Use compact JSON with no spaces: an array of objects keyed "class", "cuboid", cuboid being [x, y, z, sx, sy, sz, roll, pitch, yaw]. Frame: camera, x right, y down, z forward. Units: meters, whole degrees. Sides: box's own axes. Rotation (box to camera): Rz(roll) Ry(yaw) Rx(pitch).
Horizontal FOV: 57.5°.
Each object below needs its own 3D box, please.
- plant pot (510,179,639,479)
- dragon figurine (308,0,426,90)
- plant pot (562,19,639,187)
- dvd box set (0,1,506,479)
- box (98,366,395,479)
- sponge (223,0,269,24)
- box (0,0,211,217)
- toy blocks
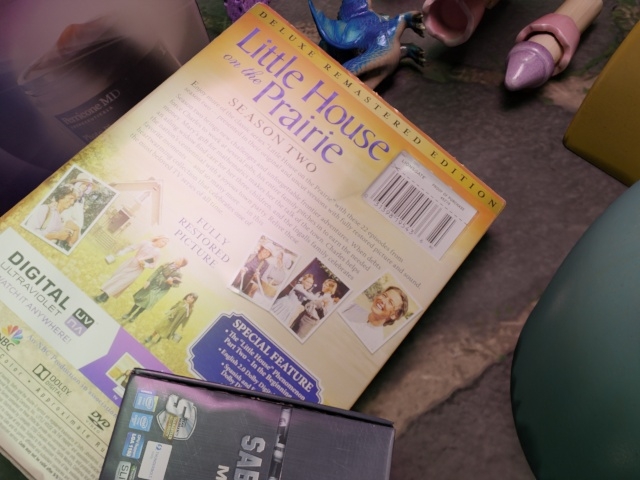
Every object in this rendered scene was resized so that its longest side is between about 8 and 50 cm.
[{"class":"plant pot","cuboid":[0.284,0.066,0.364,0.293,0.235,0.292,-5,55,7]},{"class":"dragon figurine","cuboid":[0.032,-0.248,0.707,0.144,0.085,0.289,-22,57,-6]},{"class":"plant pot","cuboid":[0.388,-0.153,0.521,0.212,0.187,0.212,-36,58,-15]},{"class":"dvd box set","cuboid":[-0.078,0.021,0.494,0.308,0.062,0.420,40,69,3]},{"class":"box","cuboid":[-0.060,0.214,0.370,0.184,0.059,0.232,15,70,-8]},{"class":"sponge","cuboid":[-0.111,-0.375,0.742,0.031,0.210,0.117,3,56,14]},{"class":"box","cuboid":[-0.269,-0.178,0.588,0.296,0.294,0.182,-29,56,-9]},{"class":"toy blocks","cuboid":[0.162,-0.327,0.589,0.309,0.288,0.260,38,64,13]}]
